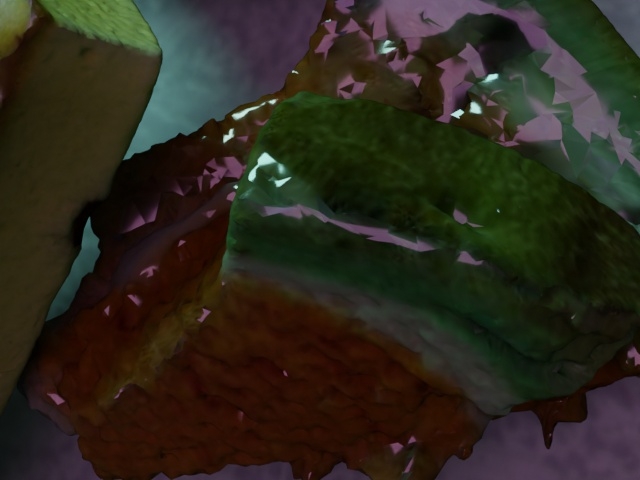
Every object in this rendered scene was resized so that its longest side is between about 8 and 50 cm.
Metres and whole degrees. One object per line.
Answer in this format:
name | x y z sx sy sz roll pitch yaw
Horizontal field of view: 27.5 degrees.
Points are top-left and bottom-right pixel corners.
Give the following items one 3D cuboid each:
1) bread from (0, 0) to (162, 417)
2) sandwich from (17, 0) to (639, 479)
bread | -0.185 0.032 0.572 0.361 0.077 0.138 -61 42 23
sandwich | 0.000 0.000 0.543 0.301 0.162 0.250 -31 78 10
